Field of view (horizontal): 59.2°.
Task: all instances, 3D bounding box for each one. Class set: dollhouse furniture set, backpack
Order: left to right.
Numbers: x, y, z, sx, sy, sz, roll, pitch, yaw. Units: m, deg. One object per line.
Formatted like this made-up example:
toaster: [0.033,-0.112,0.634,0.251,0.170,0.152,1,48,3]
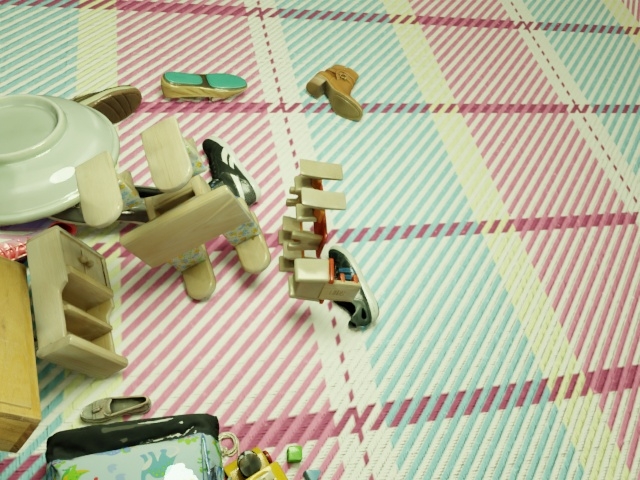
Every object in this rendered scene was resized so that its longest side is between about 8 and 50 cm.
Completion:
backpack: [-0.271,0.453,0.847,0.290,0.273,0.355,-2,67,-17]
dollhouse furniture set: [-0.315,0.045,1.048,0.394,0.362,0.256,-26,60,4]
dollhouse furniture set: [0.000,0.000,1.200,0.135,0.262,0.259,5,55,-13]

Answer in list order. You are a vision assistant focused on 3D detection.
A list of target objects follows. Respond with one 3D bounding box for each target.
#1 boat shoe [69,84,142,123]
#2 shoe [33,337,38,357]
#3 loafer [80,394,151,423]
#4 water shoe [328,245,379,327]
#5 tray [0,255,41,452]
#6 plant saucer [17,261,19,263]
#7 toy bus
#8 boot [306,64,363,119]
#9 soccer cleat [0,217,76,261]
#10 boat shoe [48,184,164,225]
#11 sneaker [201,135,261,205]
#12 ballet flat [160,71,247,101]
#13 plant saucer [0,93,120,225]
boat shoe: [-0.576,-0.334,1.398,0.257,0.095,0.095,-34,63,-30]
shoe: [-0.606,0.203,1.033,0.178,0.063,0.081,-23,69,-22]
loafer: [-0.376,0.303,1.034,0.125,0.039,0.045,-6,58,-17]
water shoe: [0.055,0.099,1.259,0.080,0.073,0.203,-20,62,-22]
tray: [-0.560,0.132,0.873,0.203,0.076,0.411,33,9,-41]
plant saucer: [-0.654,0.088,1.128,0.119,0.021,0.119,7,54,-10]
toy bus: [-0.101,0.430,0.972,0.202,0.104,0.191,15,54,-4]
boot: [0.073,-0.442,1.643,0.197,0.073,0.152,37,52,10]
soccer cleat: [-0.610,0.010,1.133,0.095,0.083,0.248,23,36,13]
boat shoe: [-0.436,-0.091,1.223,0.335,0.095,0.112,7,40,-23]
sneaker: [-0.251,-0.160,1.360,0.121,0.079,0.217,-31,69,-31]
ballet flat: [-0.316,-0.415,1.530,0.232,0.073,0.080,-1,52,-21]
plant saucer: [-0.635,-0.206,1.176,0.400,0.100,0.400,2,48,-2]
